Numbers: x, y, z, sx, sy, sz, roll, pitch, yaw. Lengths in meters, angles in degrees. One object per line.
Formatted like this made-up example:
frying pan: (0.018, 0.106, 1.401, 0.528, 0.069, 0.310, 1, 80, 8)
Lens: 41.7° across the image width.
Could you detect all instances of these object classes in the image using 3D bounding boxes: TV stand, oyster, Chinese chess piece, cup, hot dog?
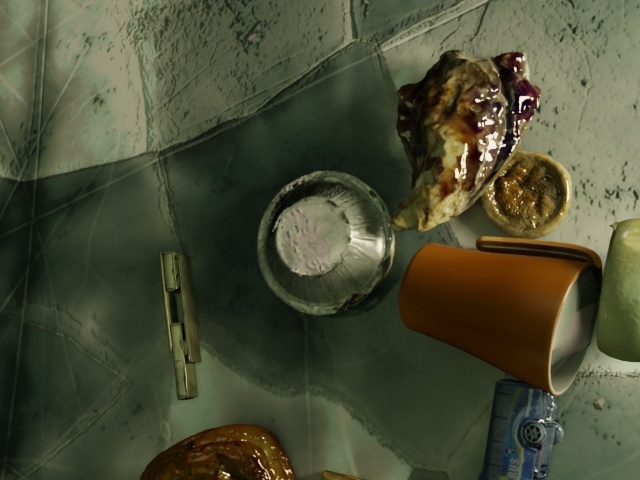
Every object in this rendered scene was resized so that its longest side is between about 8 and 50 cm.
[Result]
TV stand: (-0.232, 0.140, 1.405, 0.042, 0.036, 0.249, -12, 78, 17)
oyster: (0.200, -0.165, 1.260, 0.275, 0.100, 0.271, -25, 59, 20)
Chinese chess piece: (0.410, 0.064, 1.097, 0.083, 0.188, 0.188, 10, 85, 24)
cup: (0.262, 0.079, 1.170, 0.264, 0.182, 0.226, 16, 51, 32)
hot dog: (-0.177, 0.401, 1.301, 0.272, 0.122, 0.196, -27, 80, 13)

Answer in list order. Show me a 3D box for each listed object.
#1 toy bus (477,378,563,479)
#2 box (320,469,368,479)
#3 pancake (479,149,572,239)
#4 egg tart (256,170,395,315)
toy bus: (0.275, 0.313, 1.175, 0.094, 0.079, 0.236, 7, 84, 37)
box: (0.031, 0.434, 1.270, 0.089, 0.022, 0.156, 9, 85, 21)
pancake: (0.304, -0.071, 1.246, 0.140, 0.022, 0.139, -3, 81, 19)
egg tart: (0.000, 0.000, 1.311, 0.234, 0.094, 0.234, -4, 78, 21)
